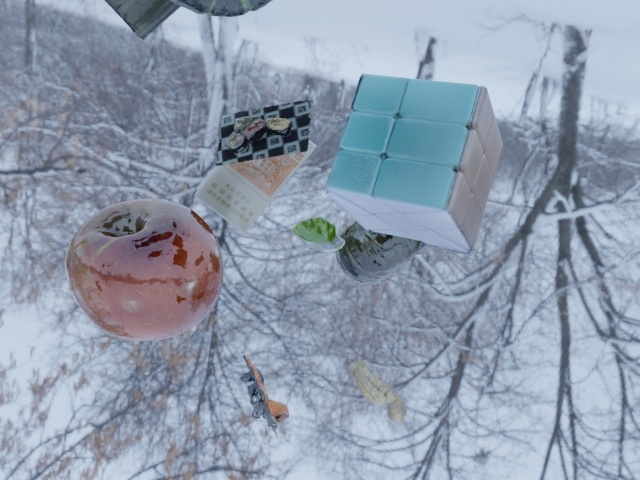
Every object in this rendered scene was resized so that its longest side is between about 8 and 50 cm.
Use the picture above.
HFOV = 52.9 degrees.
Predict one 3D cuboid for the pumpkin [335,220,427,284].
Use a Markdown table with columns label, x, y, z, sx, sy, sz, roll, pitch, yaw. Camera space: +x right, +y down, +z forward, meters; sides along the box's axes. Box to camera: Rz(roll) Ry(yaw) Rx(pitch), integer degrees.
| label | x | y | z | sx | sy | sz | roll | pitch | yaw |
| --- | --- | --- | --- | --- | --- | --- | --- | --- | --- |
| pumpkin | 0.187 | -0.002 | 1.864 | 0.192 | 0.320 | 0.320 | 52 | -156 | 10 |

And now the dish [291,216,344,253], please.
| label | x | y | z | sx | sy | sz | roll | pitch | yaw |
| --- | --- | --- | --- | --- | --- | --- | --- | --- | --- |
| dish | 0.000 | 0.000 | 1.425 | 0.091 | 0.039 | 0.137 | -23 | -139 | -27 |

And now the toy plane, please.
| label | x | y | z | sx | sy | sz | roll | pitch | yaw |
| --- | --- | --- | --- | --- | --- | --- | --- | --- | --- |
| toy plane | -0.130 | 0.308 | 1.307 | 0.062 | 0.135 | 0.188 | -27 | -123 | -24 |

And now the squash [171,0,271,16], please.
| label | x | y | z | sx | sy | sz | roll | pitch | yaw |
| --- | --- | --- | --- | --- | --- | --- | --- | --- | --- |
| squash | -0.133 | -0.420 | 0.851 | 0.252 | 0.252 | 0.165 | 4 | -122 | -27 |

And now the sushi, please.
| label | x | y | z | sx | sy | sz | roll | pitch | yaw |
| --- | --- | --- | --- | --- | --- | --- | --- | --- | --- |
| sushi | -0.115 | -0.225 | 1.274 | 0.201 | 0.139 | 0.031 | -8 | 148 | 14 |

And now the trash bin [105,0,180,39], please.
| label | x | y | z | sx | sy | sz | roll | pitch | yaw |
| --- | --- | --- | --- | --- | --- | --- | --- | --- | --- |
| trash bin | -0.296 | -0.545 | 1.197 | 0.203 | 0.301 | 0.252 | 46 | -177 | -45 |

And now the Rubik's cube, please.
| label | x | y | z | sx | sy | sz | roll | pitch | yaw |
| --- | --- | --- | --- | --- | --- | --- | --- | --- | --- |
| Rubik's cube | 0.169 | -0.129 | 1.118 | 0.231 | 0.225 | 0.221 | 13 | 168 | 26 |

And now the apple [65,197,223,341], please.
| label | x | y | z | sx | sy | sz | roll | pitch | yaw |
| --- | --- | --- | --- | --- | --- | --- | --- | --- | --- |
| apple | -0.401 | 0.068 | 1.495 | 0.348 | 0.277 | 0.348 | -6 | -143 | 4 |

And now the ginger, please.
| label | x | y | z | sx | sy | sz | roll | pitch | yaw |
| --- | --- | --- | --- | --- | --- | --- | --- | --- | --- |
| ginger | 0.151 | 0.371 | 1.593 | 0.149 | 0.065 | 0.258 | 55 | -173 | 36 |

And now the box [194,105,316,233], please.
| label | x | y | z | sx | sy | sz | roll | pitch | yaw |
| --- | --- | --- | --- | --- | --- | --- | --- | --- | --- |
| box | -0.205 | -0.222 | 2.036 | 0.204 | 0.365 | 0.051 | 39 | -175 | -13 |
